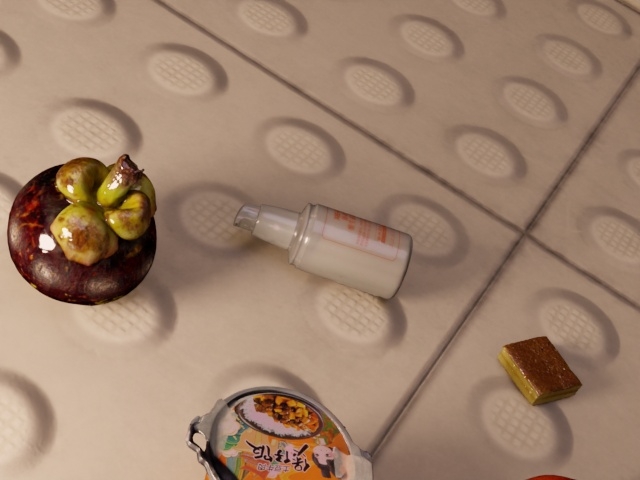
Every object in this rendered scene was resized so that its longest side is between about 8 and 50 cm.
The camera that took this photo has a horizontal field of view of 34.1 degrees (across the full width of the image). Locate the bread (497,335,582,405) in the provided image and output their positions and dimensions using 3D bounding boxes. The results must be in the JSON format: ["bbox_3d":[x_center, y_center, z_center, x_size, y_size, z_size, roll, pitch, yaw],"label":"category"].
[{"bbox_3d":[0.315,0.187,1.498,0.090,0.035,0.094,-9,51,-33],"label":"bread"}]

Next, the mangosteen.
[{"bbox_3d":[-0.286,-0.027,1.298,0.192,0.217,0.192,19,42,-17],"label":"mangosteen"}]

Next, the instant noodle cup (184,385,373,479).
[{"bbox_3d":[-0.060,0.271,1.167,0.208,0.125,0.177,25,41,1],"label":"instant noodle cup"}]

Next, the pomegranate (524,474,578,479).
[{"bbox_3d":[0.281,0.370,1.173,0.235,0.210,0.210,26,35,-38],"label":"pomegranate"}]

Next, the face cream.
[{"bbox_3d":[0.000,0.000,1.491,0.251,0.101,0.101,19,42,-6],"label":"face cream"}]
